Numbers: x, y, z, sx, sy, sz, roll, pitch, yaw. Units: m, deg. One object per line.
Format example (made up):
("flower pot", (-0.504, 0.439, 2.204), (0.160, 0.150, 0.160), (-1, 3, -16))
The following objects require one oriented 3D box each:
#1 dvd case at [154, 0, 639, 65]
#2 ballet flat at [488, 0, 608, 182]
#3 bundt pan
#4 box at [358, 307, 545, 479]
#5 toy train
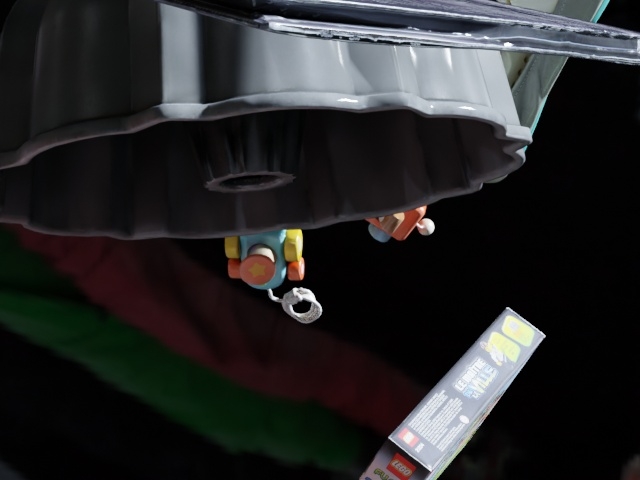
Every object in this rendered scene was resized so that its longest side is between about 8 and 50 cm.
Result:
("dvd case", (0.007, -0.099, 0.739), (0.221, 0.018, 0.164), (0, 15, -44))
("ballet flat", (0.132, -0.134, 1.157), (0.068, 0.072, 0.213), (15, -67, -25))
("bundt pan", (-0.046, -0.092, 1.053), (0.331, 0.124, 0.331), (-5, -11, -1))
("box", (0.078, 0.135, 1.234), (0.036, 0.207, 0.114), (38, -55, 9))
("toy train", (0.000, 0.000, 1.339), (0.125, 0.046, 0.166), (36, -60, -13))
